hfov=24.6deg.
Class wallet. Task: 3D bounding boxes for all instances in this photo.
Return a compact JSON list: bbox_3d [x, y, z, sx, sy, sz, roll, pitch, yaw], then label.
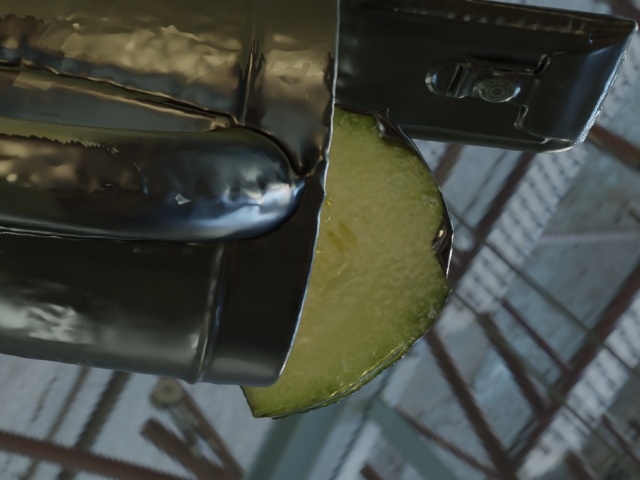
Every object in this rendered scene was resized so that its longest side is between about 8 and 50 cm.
[{"bbox_3d":[0.114,-0.132,1.173,0.245,0.052,0.168,4,148,-12],"label":"wallet"}]

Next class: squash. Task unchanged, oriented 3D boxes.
[{"bbox_3d":[-0.011,0.005,0.951,0.184,0.192,0.085,-24,-179,-23],"label":"squash"}]

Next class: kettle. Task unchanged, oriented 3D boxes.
[{"bbox_3d":[-0.165,-0.049,0.682,0.324,0.321,0.228,8,100,-8],"label":"kettle"}]
